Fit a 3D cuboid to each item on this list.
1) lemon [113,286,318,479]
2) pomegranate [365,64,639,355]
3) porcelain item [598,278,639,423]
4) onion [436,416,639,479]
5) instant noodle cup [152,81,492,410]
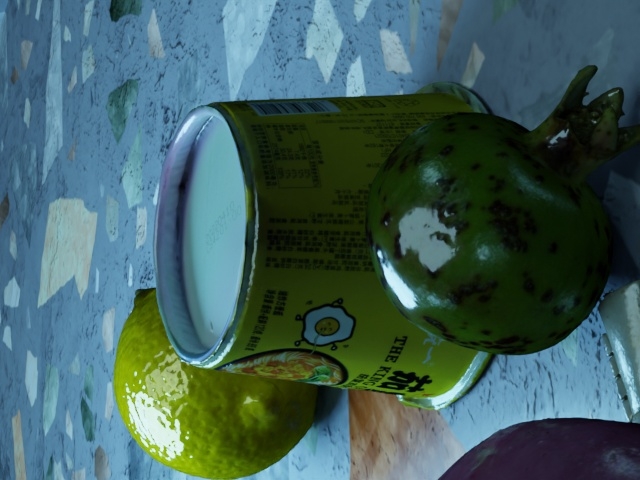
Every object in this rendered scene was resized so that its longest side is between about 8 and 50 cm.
[{"bbox_3d":[-0.115,0.154,1.916,0.253,0.228,0.228,-130,48,-55],"label":"lemon"},{"bbox_3d":[0.151,-0.024,1.390,0.263,0.211,0.211,-52,38,21],"label":"pomegranate"},{"bbox_3d":[0.258,0.137,1.295,0.084,0.054,0.213,130,137,-57],"label":"porcelain item"},{"bbox_3d":[0.225,0.269,1.104,0.358,0.345,0.358,31,127,51],"label":"onion"},{"bbox_3d":[0.000,0.000,1.640,0.325,0.254,0.325,-177,90,-65],"label":"instant noodle cup"}]
